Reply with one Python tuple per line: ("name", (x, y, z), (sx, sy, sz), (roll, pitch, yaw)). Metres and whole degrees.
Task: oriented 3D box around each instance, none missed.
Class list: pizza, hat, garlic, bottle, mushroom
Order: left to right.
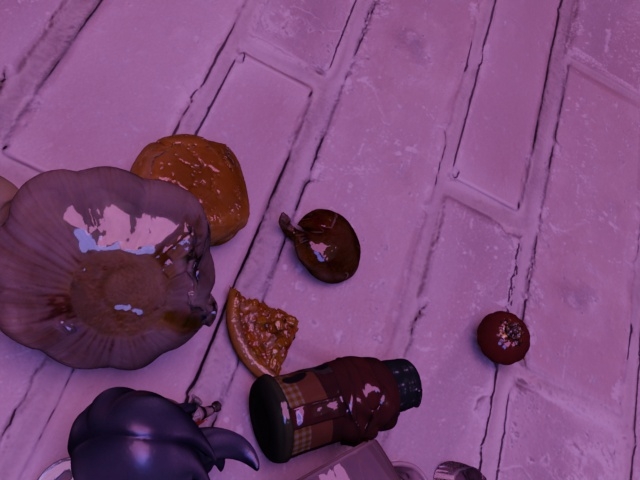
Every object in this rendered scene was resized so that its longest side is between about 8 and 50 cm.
("garlic", (-0.306, 0.043, 1.092), (0.321, 0.241, 0.322), (1, 83, -11))
("pizza", (-0.088, 0.152, 1.262), (0.130, 0.041, 0.178), (-3, 66, -27))
("mushroom", (0.001, -0.001, 1.359), (0.170, 0.080, 0.135), (29, 46, -11))
("bottle", (0.030, 0.254, 1.207), (0.271, 0.143, 0.156), (-10, 30, -25))
("hat", (0.234, 0.402, 1.280), (0.087, 0.042, 0.058), (-7, 53, 10))

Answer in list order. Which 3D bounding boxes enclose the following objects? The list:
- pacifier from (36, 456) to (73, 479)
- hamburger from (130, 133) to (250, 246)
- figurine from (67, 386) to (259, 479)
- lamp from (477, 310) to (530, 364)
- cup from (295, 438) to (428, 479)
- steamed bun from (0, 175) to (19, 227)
("pacifier", (-0.318, 0.360, 1.009), (0.126, 0.116, 0.150), (-39, 87, -19))
("hamburger", (-0.224, -0.076, 1.288), (0.213, 0.108, 0.214), (14, 57, -22))
("figurine", (-0.214, 0.280, 1.023), (0.265, 0.175, 0.197), (27, 26, -49))
("lamp", (0.335, 0.178, 1.405), (0.101, 0.090, 0.101), (9, 60, -15))
("cup", (0.084, 0.433, 1.088), (0.288, 0.208, 0.273), (-24, 74, -24))
("steamed bun", (-0.551, -0.043, 1.084), (0.225, 0.170, 0.200), (30, 62, -6))
